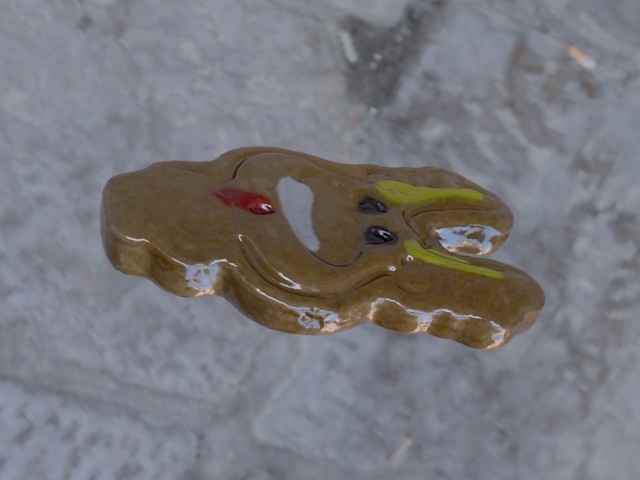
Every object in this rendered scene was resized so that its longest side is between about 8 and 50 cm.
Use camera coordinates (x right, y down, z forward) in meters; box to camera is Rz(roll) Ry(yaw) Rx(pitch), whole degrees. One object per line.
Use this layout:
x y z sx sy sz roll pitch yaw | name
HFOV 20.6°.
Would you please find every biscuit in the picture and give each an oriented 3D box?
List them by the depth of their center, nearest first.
0.001 -0.003 1.178 0.295 0.186 0.044 4 125 -16 | biscuit
